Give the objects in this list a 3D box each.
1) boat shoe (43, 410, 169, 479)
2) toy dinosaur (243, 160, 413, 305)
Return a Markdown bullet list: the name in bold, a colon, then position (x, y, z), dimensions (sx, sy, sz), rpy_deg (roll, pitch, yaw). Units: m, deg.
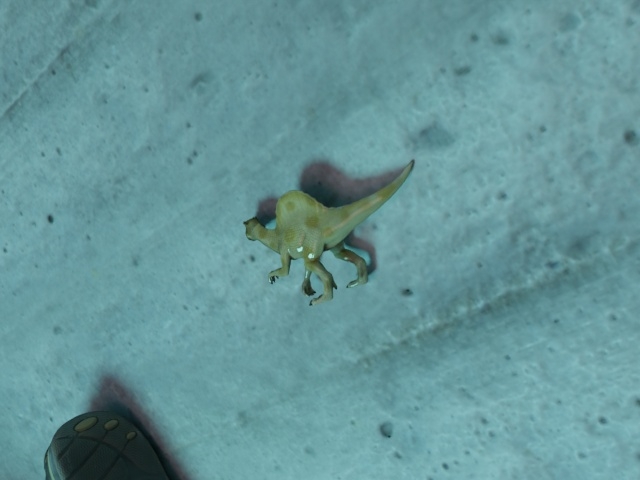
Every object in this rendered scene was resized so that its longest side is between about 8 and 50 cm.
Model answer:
- **boat shoe**: position (-0.185, 0.355, 0.942), dimensions (0.355, 0.132, 0.130), rpy_deg (58, 139, 12)
- **toy dinosaur**: position (0.000, 0.000, 0.699), dimensions (0.183, 0.053, 0.093), rpy_deg (-15, 98, 38)
